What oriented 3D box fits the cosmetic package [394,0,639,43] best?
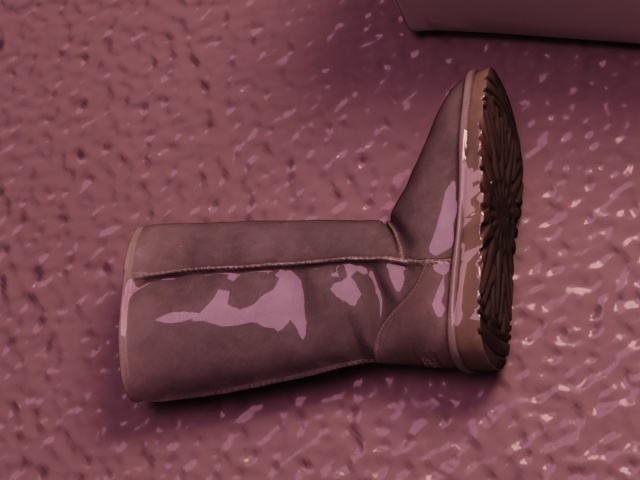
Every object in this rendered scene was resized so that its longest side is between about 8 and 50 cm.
[{"bbox_3d":[0.218,-0.215,0.960,0.365,0.155,0.197,6,65,22],"label":"cosmetic package"}]

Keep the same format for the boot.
[{"bbox_3d":[-0.001,-0.002,0.978,0.208,0.076,0.190,-5,57,26],"label":"boot"}]
